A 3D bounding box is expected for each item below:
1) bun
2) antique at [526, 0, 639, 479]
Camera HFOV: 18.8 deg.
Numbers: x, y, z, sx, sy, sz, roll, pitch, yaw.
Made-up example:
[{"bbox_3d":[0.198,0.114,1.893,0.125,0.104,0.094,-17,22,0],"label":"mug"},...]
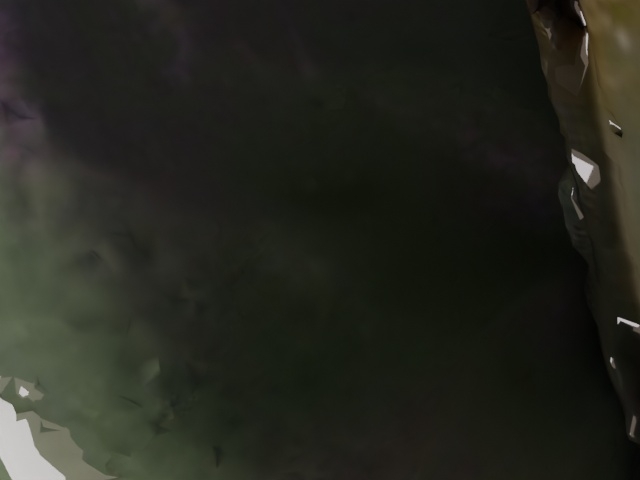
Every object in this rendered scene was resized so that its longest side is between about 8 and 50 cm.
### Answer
[{"bbox_3d":[0.015,-0.037,0.466,0.293,0.187,0.293,47,-159,-24],"label":"bun"},{"bbox_3d":[0.118,-0.023,0.337,0.125,0.150,0.284,24,151,46],"label":"antique"}]
